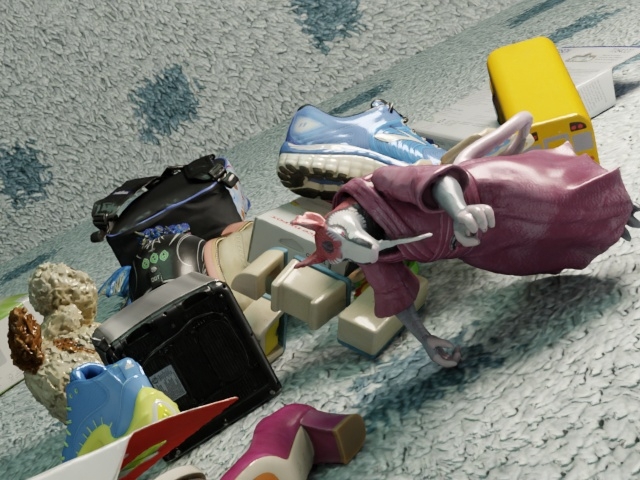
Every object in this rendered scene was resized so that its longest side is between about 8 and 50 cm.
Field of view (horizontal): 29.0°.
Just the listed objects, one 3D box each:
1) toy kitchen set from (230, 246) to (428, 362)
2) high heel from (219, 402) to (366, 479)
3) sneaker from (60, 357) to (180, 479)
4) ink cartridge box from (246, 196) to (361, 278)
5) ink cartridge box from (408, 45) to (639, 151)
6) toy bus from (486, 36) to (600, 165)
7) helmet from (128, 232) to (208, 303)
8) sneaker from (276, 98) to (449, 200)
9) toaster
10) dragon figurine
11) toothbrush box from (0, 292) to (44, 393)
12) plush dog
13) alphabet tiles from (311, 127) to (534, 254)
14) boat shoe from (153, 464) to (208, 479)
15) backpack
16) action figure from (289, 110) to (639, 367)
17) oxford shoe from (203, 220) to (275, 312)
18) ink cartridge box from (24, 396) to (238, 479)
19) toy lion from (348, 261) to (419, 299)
[{"bbox_3d":[0.008,0.101,1.514,0.207,0.166,0.122,25,43,26],"label":"toy kitchen set"},{"bbox_3d":[-0.065,0.216,1.149,0.117,0.082,0.244,-5,19,35],"label":"high heel"},{"bbox_3d":[-0.242,0.205,1.365,0.091,0.126,0.240,-14,-20,-50],"label":"sneaker"},{"bbox_3d":[0.000,0.000,1.687,0.127,0.072,0.175,24,26,23],"label":"ink cartridge box"},{"bbox_3d":[0.343,-0.222,2.057,0.330,0.071,0.324,-27,14,-9],"label":"ink cartridge box"},{"bbox_3d":[0.306,-0.185,1.748,0.108,0.130,0.333,-15,31,8],"label":"toy bus"},{"bbox_3d":[-0.211,0.070,1.880,0.169,0.169,0.161,-25,30,11],"label":"helmet"},{"bbox_3d":[0.111,-0.125,1.706,0.330,0.147,0.130,10,-21,-8],"label":"sneaker"},{"bbox_3d":[-0.164,0.137,1.448,0.168,0.186,0.110,-32,18,-17],"label":"toaster"},{"bbox_3d":[-0.298,0.084,1.989,0.085,0.144,0.289,-14,24,46],"label":"dragon figurine"},{"bbox_3d":[-0.616,0.200,2.244,0.206,0.122,0.283,-36,14,-32],"label":"toothbrush box"},{"bbox_3d":[-0.310,0.172,1.615,0.211,0.262,0.225,-60,1,5],"label":"plush dog"},{"bbox_3d":[0.129,-0.049,1.526,0.278,0.021,0.284,-36,-17,26],"label":"alphabet tiles"},{"bbox_3d":[-0.153,0.293,1.027,0.096,0.117,0.324,23,22,16],"label":"boat shoe"},{"bbox_3d":[-0.238,-0.040,2.214,0.276,0.213,0.263,-19,23,9],"label":"backpack"},{"bbox_3d":[0.132,-0.040,1.264,0.370,0.276,0.248,-3,-38,-26],"label":"action figure"},{"bbox_3d":[-0.071,0.034,1.767,0.146,0.140,0.397,-18,17,8],"label":"oxford shoe"},{"bbox_3d":[-0.273,0.295,1.160,0.385,0.091,0.308,-18,-17,-43],"label":"ink cartridge box"},{"bbox_3d":[0.086,0.053,1.612,0.100,0.034,0.096,-30,20,-11],"label":"toy lion"}]
